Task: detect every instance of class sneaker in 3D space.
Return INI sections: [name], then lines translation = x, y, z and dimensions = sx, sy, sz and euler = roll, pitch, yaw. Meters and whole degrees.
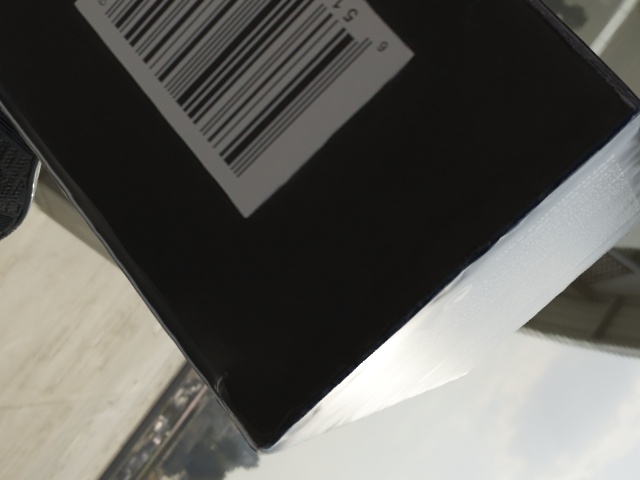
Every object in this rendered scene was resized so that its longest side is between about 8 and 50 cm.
[sneaker]
translation = -0.303, -0.133, 0.904
dimensions = 0.295, 0.123, 0.178
euler = -45, -154, 42

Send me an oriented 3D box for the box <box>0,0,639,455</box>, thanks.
[box]
translation = 0.026, -0.076, 0.574
dimensions = 0.212, 0.293, 0.395
euler = -44, 163, 14
